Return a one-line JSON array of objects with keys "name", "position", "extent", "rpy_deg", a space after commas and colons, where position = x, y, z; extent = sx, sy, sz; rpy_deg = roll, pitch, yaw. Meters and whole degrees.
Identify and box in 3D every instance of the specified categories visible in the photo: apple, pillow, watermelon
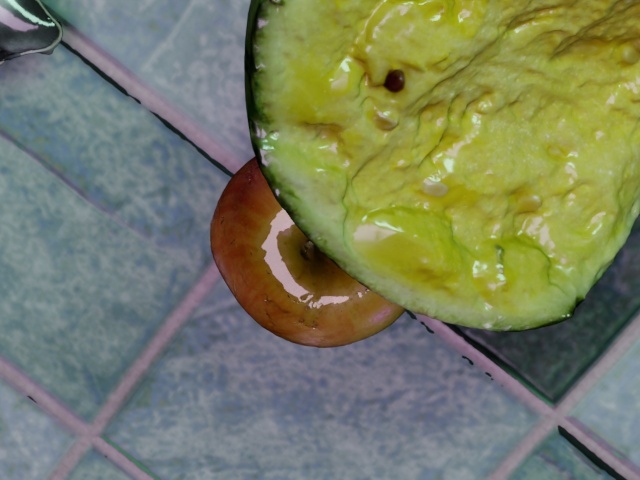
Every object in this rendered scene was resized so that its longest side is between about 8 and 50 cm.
[{"name": "apple", "position": [0.000, 0.000, 1.077], "extent": [0.146, 0.146, 0.146], "rpy_deg": [5, 111, 13]}, {"name": "pillow", "position": [-0.233, -0.179, 1.105], "extent": [0.091, 0.055, 0.136], "rpy_deg": [-9, 107, 51]}, {"name": "watermelon", "position": [0.098, -0.129, 0.953], "extent": [0.330, 0.189, 0.331], "rpy_deg": [-4, 112, -11]}]
